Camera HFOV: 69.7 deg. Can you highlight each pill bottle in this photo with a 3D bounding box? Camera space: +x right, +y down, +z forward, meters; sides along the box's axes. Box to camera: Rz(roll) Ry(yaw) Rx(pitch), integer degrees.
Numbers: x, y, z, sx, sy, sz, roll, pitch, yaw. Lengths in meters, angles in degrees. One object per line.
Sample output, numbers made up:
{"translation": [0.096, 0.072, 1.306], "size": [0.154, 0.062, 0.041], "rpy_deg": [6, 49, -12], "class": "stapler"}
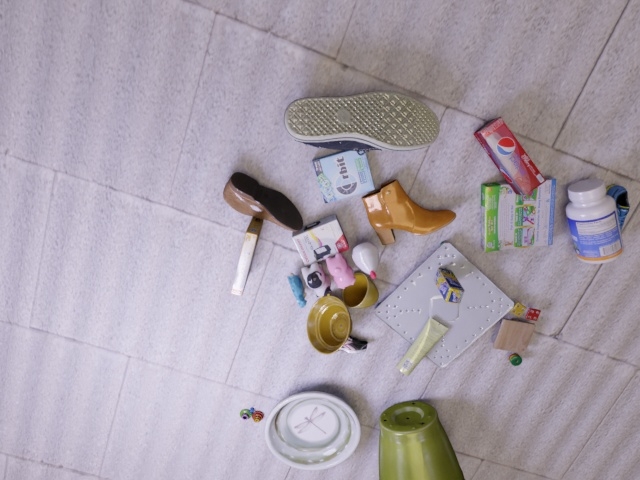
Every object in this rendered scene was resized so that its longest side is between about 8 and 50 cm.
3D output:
{"translation": [0.950, -0.069, 1.602], "size": [0.152, 0.152, 0.272], "rpy_deg": [-21, 108, 7], "class": "pill bottle"}

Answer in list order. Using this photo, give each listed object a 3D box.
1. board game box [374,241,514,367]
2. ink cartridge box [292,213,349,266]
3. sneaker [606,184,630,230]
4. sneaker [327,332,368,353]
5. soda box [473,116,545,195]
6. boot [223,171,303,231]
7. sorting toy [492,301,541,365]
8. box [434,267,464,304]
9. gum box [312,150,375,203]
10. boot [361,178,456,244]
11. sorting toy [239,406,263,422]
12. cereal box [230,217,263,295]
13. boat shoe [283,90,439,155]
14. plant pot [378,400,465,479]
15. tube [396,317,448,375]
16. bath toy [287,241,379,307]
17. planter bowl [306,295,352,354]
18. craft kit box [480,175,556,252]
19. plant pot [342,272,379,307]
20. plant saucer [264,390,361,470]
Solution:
{"translation": [0.470, 0.252, 1.767], "size": [0.390, 0.050, 0.390], "rpy_deg": [40, 104, -13], "class": "board game box"}
{"translation": [0.000, 0.000, 1.657], "size": [0.175, 0.072, 0.128], "rpy_deg": [-22, 110, 7], "class": "ink cartridge box"}
{"translation": [1.052, -0.091, 1.633], "size": [0.069, 0.082, 0.210], "rpy_deg": [-9, 111, 1], "class": "sneaker"}
{"translation": [0.102, 0.397, 1.807], "size": [0.178, 0.072, 0.077], "rpy_deg": [3, 99, -8], "class": "sneaker"}
{"translation": [0.625, -0.278, 1.526], "size": [0.083, 0.092, 0.263], "rpy_deg": [-36, 94, 9], "class": "soda box"}
{"translation": [-0.201, -0.117, 1.618], "size": [0.305, 0.112, 0.115], "rpy_deg": [33, 136, -16], "class": "boot"}
{"translation": [0.760, 0.360, 1.811], "size": [0.132, 0.046, 0.275], "rpy_deg": [10, 110, -4], "class": "sorting toy"}
{"translation": [0.451, 0.159, 1.616], "size": [0.054, 0.169, 0.059], "rpy_deg": [11, 110, -4], "class": "box"}
{"translation": [0.080, -0.228, 1.592], "size": [0.184, 0.041, 0.157], "rpy_deg": [-15, 109, 5], "class": "gum box"}
{"translation": [0.307, -0.119, 1.602], "size": [0.294, 0.104, 0.211], "rpy_deg": [-19, 109, 10], "class": "boot"}
{"translation": [-0.293, 0.743, 1.940], "size": [0.101, 0.042, 0.061], "rpy_deg": [5, 110, -2], "class": "sorting toy"}
{"translation": [-0.259, 0.054, 1.622], "size": [0.047, 0.173, 0.240], "rpy_deg": [16, 108, -6], "class": "cereal box"}
{"translation": [0.131, -0.374, 1.480], "size": [0.499, 0.156, 0.187], "rpy_deg": [0, 91, -4], "class": "boat shoe"}
{"translation": [0.383, 0.865, 1.854], "size": [0.365, 0.366, 0.354], "rpy_deg": [-12, 98, 4], "class": "plant pot"}
{"translation": [0.388, 0.411, 1.770], "size": [0.070, 0.062, 0.240], "rpy_deg": [18, 109, -54], "class": "tube"}
{"translation": [0.060, 0.126, 1.660], "size": [0.348, 0.151, 0.129], "rpy_deg": [-25, 73, 13], "class": "bath toy"}
{"translation": [0.054, 0.322, 1.742], "size": [0.090, 0.217, 0.217], "rpy_deg": [16, 114, -46], "class": "planter bowl"}
{"translation": [0.703, -0.092, 1.644], "size": [0.246, 0.061, 0.250], "rpy_deg": [-7, 110, -1], "class": "craft kit box"}
{"translation": [0.161, 0.197, 1.714], "size": [0.095, 0.134, 0.134], "rpy_deg": [25, 110, -35], "class": "plant pot"}
{"translation": [-0.031, 0.776, 1.924], "size": [0.399, 0.101, 0.401], "rpy_deg": [0, 110, 0], "class": "plant saucer"}
